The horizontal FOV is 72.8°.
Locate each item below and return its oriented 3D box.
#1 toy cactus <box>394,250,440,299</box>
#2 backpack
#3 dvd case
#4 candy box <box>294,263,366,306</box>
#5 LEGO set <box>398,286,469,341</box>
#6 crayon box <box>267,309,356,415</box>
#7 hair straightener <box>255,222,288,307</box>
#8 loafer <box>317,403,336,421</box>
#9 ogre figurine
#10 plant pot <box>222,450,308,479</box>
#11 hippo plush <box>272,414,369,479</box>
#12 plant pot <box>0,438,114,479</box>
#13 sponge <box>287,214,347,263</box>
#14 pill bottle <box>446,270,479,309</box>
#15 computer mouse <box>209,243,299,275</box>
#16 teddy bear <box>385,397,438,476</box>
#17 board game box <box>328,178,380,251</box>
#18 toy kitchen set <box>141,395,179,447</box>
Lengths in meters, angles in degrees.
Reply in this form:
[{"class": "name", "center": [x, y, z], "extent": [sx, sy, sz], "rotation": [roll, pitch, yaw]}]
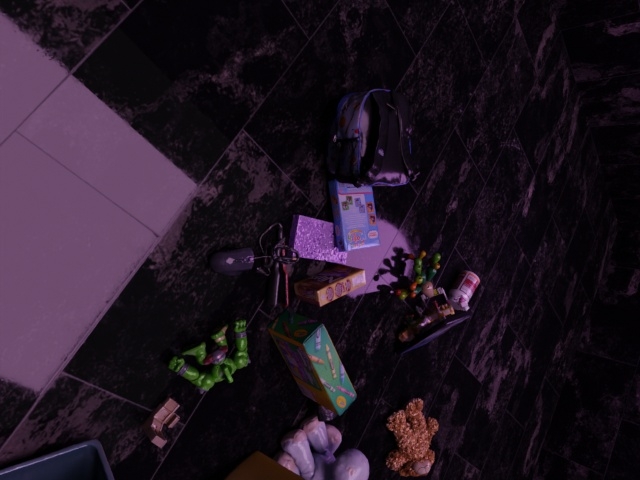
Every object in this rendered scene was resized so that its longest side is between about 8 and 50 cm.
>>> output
[{"class": "toy cactus", "center": [0.356, 0.144, 1.557], "extent": [0.219, 0.112, 0.180], "rotation": [-52, 132, -19]}, {"class": "backpack", "center": [0.146, -0.292, 1.238], "extent": [0.276, 0.213, 0.263], "rotation": [-10, 111, -46]}, {"class": "dvd case", "center": [0.403, 0.330, 1.547], "extent": [0.180, 0.253, 0.022], "rotation": [-5, 59, -43]}, {"class": "candy box", "center": [0.030, 0.126, 1.262], "extent": [0.187, 0.109, 0.053], "rotation": [-22, 111, -37]}, {"class": "LEGO set", "center": [0.390, 0.260, 1.602], "extent": [0.287, 0.132, 0.107], "rotation": [-25, 94, -6]}, {"class": "crayon box", "center": [-0.022, 0.339, 1.209], "extent": [0.081, 0.165, 0.278], "rotation": [-39, 120, -30]}, {"class": "hair straightener", "center": [-0.127, 0.068, 1.158], "extent": [0.089, 0.047, 0.230], "rotation": [-2, 97, -41]}, {"class": "loafer", "center": [0.038, 0.497, 1.333], "extent": [0.170, 0.062, 0.061], "rotation": [7, 70, -70]}, {"class": "ogre figurine", "center": [-0.254, 0.285, 1.050], "extent": [0.197, 0.097, 0.118], "rotation": [-34, 106, -45]}, {"class": "plant pot", "center": [-0.168, 0.697, 1.081], "extent": [0.187, 0.212, 0.212], "rotation": [4, 94, -53]}, {"class": "hippo plush", "center": [0.007, 0.677, 1.236], "extent": [0.234, 0.236, 0.294], "rotation": [24, 80, -41]}, {"class": "plant pot", "center": [-0.507, 0.580, 0.785], "extent": [0.247, 0.248, 0.252], "rotation": [-4, 115, -41]}, {"class": "sponge", "center": [0.000, 0.000, 1.269], "extent": [0.210, 0.031, 0.117], "rotation": [11, 89, -42]}, {"class": "pill bottle", "center": [0.573, 0.202, 1.758], "extent": [0.152, 0.086, 0.086], "rotation": [-51, 125, -23]}, {"class": "computer mouse", "center": [-0.159, 0.047, 1.100], "extent": [0.242, 0.041, 0.071], "rotation": [-6, 93, -28]}, {"class": "teddy bear", "center": [0.348, 0.754, 1.628], "extent": [0.245, 0.113, 0.338], "rotation": [-7, 101, -38]}, {"class": "board game box", "center": [0.105, -0.079, 1.313], "extent": [0.160, 0.039, 0.211], "rotation": [-8, 89, -43]}, {"class": "toy kitchen set", "center": [-0.347, 0.423, 0.999], "extent": [0.083, 0.075, 0.068], "rotation": [-48, 125, -20]}]
